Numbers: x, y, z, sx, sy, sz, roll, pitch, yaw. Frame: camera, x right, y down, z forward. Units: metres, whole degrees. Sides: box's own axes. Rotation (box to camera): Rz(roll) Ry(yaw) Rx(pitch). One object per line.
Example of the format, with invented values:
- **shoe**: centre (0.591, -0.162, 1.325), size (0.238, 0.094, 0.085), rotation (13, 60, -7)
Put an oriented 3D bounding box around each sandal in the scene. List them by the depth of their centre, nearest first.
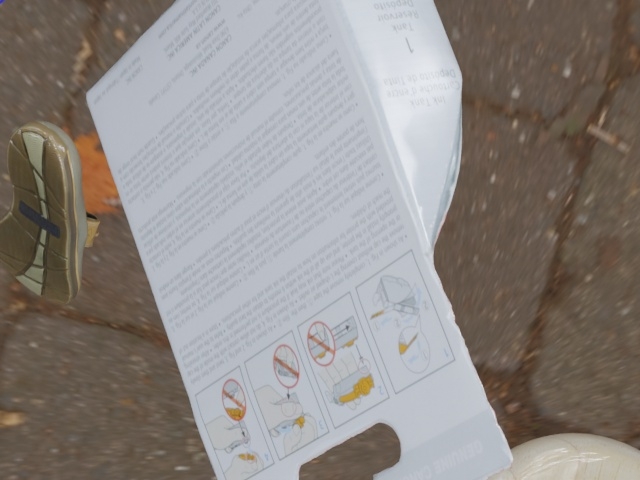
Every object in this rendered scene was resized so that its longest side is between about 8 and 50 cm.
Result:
- **sandal**: centre (-0.174, -0.019, 1.249), size (0.072, 0.180, 0.049), rotation (37, 54, 16)

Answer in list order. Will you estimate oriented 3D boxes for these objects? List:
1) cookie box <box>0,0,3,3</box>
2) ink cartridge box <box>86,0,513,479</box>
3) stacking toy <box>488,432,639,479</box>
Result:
- **cookie box**: centre (-0.217, -0.195, 1.078), size (0.040, 0.092, 0.107), rotation (-24, 70, 32)
- **ink cartridge box**: centre (0.000, 0.000, 0.586), size (0.045, 0.145, 0.179), rotation (-14, 76, -37)
- **stacking toy**: centre (0.091, 0.202, 1.064), size (0.141, 0.330, 0.141), rotation (4, 74, -14)
